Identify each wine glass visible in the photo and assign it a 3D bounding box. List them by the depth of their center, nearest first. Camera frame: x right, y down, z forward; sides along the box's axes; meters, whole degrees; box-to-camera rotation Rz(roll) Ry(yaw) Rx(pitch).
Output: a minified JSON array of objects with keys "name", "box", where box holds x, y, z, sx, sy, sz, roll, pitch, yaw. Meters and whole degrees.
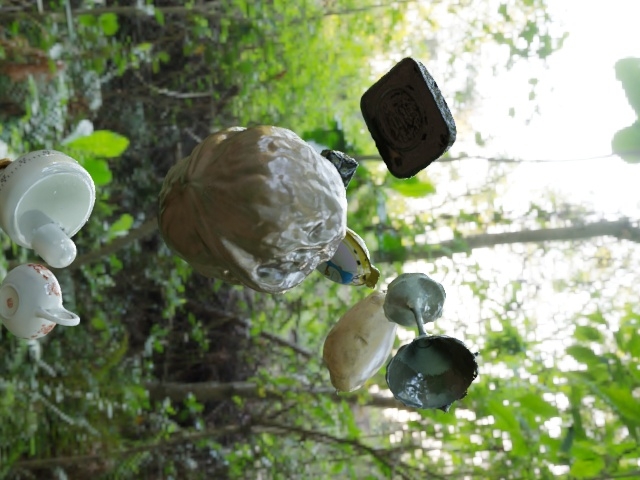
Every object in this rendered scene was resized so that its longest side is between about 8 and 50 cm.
[{"name":"wine glass","box":[0.174,0.161,1.534,0.232,0.156,0.156,-94,-178,-62]}]

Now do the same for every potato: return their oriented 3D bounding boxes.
[{"name":"potato","box":[0.083,0.213,1.930,0.128,0.161,0.235,31,-66,31]}]

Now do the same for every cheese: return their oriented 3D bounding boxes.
[{"name":"cheese","box":[0.000,0.000,1.573,0.250,0.064,0.157,39,-32,14]}]

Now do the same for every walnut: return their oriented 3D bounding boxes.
[{"name":"walnut","box":[-0.094,-0.046,1.278,0.273,0.273,0.227,124,-13,-81]}]

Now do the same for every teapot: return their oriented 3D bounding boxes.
[{"name":"teapot","box":[-0.607,0.133,1.893,0.159,0.245,0.116,-63,152,0]}]

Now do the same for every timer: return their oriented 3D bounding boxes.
[{"name":"timer","box":[-0.617,-0.079,2.036,0.240,0.233,0.234,38,-35,33]}]

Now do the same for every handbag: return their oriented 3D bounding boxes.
[{"name":"handbag","box":[0.004,-0.146,1.899,0.115,0.072,0.139,-63,-152,12]}]

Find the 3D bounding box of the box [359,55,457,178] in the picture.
[{"name":"box","box":[0.164,-0.235,1.747,0.201,0.042,0.213,-38,-111,46]}]
